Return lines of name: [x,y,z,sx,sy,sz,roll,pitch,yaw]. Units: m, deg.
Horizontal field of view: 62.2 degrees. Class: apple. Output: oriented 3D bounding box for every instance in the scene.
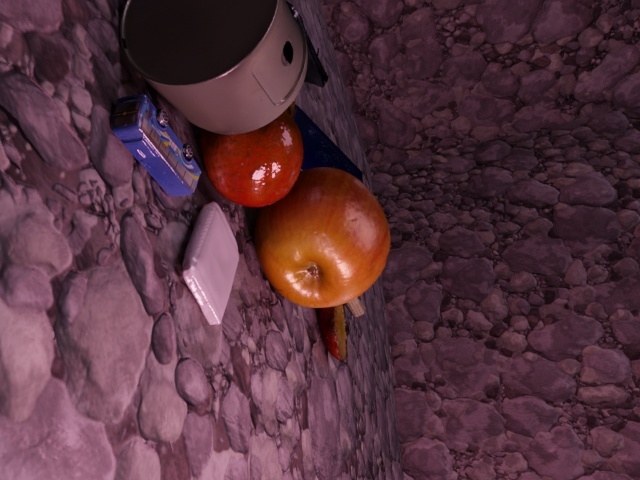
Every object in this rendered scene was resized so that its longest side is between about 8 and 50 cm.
apple: [0.000,0.000,1.065,0.233,0.286,0.285,-71,148,-54]

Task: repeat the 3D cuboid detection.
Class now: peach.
peach: [0.029,0.235,1.426,0.279,0.068,0.188,36,45,-78]

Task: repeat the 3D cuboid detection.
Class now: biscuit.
biscuit: [0.072,0.155,1.628,0.150,0.052,0.252,52,-5,31]

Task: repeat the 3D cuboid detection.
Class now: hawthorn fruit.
hawthorn fruit: [-0.116,-0.147,0.903,0.189,0.190,0.189,-12,90,-78]

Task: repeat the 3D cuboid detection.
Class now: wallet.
wallet: [-0.167,0.030,0.817,0.182,0.032,0.124,-88,162,-53]
wallet: [-0.095,-0.472,1.245,0.046,0.191,0.379,-64,169,-2]

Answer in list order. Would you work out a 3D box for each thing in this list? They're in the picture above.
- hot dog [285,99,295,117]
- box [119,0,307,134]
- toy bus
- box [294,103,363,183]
hot dog: [-0.128,-0.354,1.153,0.272,0.122,0.195,38,44,-74]
box: [-0.142,-0.282,0.756,0.149,0.226,0.225,43,37,-69]
toy bus: [-0.213,-0.121,0.703,0.153,0.051,0.061,61,27,-55]
box: [-0.013,-0.154,1.279,0.261,0.116,0.278,41,28,-25]
